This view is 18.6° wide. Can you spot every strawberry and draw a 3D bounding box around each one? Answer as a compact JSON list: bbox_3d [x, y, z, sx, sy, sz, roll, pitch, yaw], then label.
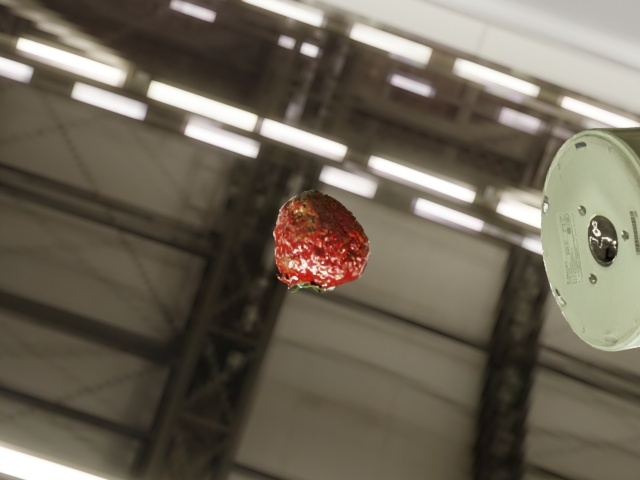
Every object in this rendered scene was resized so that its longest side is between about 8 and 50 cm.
[{"bbox_3d":[0.000,-0.001,1.969,0.106,0.106,0.106,18,-167,-4],"label":"strawberry"}]

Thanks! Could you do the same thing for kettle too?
[{"bbox_3d":[0.399,-0.029,1.816,0.318,0.265,0.205,-4,-127,-24],"label":"kettle"}]
